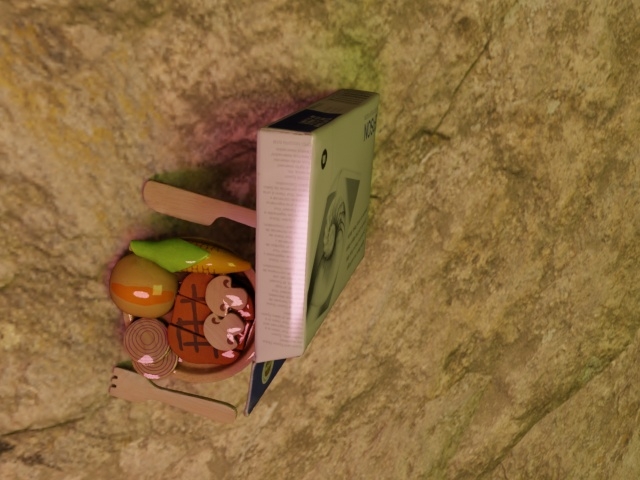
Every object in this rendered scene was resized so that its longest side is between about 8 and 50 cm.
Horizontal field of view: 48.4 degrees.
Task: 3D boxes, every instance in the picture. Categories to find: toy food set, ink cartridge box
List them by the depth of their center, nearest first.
[{"bbox_3d":[-0.107,0.058,0.569,0.038,0.133,0.192,-53,156,-75],"label":"toy food set"},{"bbox_3d":[0.000,0.000,0.588,0.223,0.045,0.223,-50,147,-65],"label":"ink cartridge box"}]
